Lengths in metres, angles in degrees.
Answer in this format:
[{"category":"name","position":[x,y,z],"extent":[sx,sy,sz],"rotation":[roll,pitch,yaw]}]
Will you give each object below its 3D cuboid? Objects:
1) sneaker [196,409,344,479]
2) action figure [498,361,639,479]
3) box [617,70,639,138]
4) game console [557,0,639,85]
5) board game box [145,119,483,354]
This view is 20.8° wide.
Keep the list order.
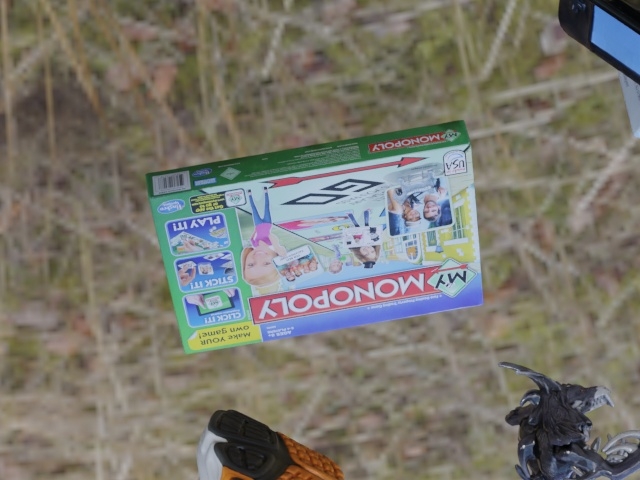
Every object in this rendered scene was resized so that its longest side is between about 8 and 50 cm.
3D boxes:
[{"category":"sneaker","position":[-0.053,0.195,1.051],"extent":[0.099,0.262,0.121],"rotation":[28,106,-6]},{"category":"action figure","position":[0.261,0.220,1.595],"extent":[0.141,0.276,0.164],"rotation":[-25,-170,-18]},{"category":"box","position":[0.271,-0.125,1.176],"extent":[0.137,0.126,0.072],"rotation":[11,146,-29]},{"category":"game console","position":[0.148,-0.103,0.873],"extent":[0.071,0.122,0.107],"rotation":[-34,148,-23]},{"category":"board game box","position":[0.000,0.000,1.757],"extent":[0.317,0.046,0.213],"rotation":[-10,129,-1]}]
